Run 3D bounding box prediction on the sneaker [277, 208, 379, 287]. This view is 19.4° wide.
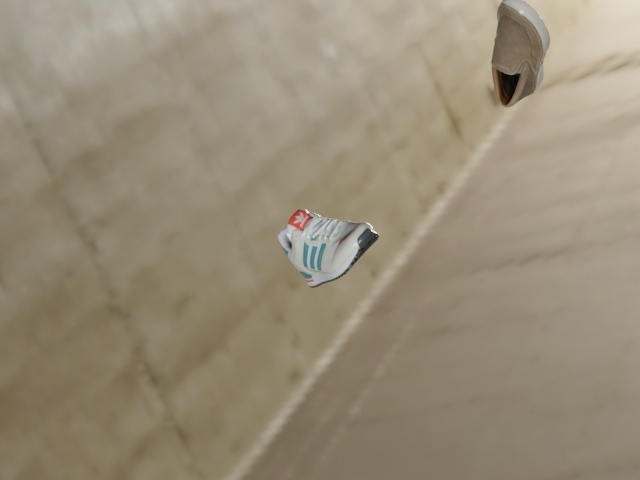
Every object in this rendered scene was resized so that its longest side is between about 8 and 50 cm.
[{"bbox_3d":[0.000,0.000,1.958,0.057,0.075,0.161,-47,-173,-22],"label":"sneaker"}]

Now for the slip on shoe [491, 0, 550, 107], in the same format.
[{"bbox_3d":[0.174,-0.168,1.686,0.041,0.051,0.135,-46,160,-16],"label":"slip on shoe"}]
